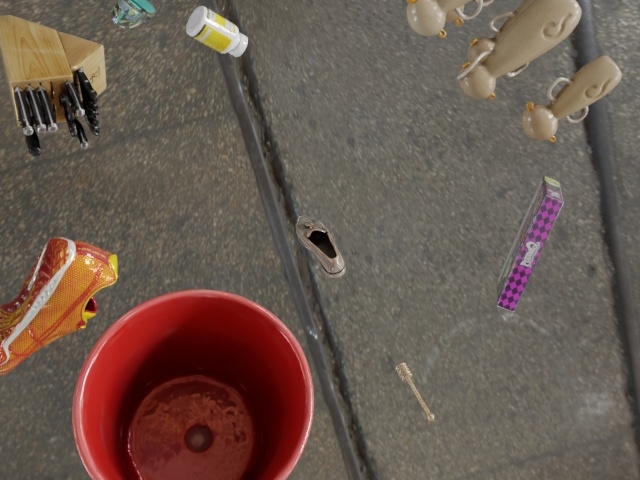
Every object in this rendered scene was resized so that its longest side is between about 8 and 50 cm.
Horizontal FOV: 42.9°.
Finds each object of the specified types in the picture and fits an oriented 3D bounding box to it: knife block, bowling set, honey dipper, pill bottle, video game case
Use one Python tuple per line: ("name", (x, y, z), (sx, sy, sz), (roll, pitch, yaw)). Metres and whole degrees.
("knife block", (-0.465, -0.243, 1.302), (0.275, 0.242, 0.088), (20, 133, 12))
("bowling set", (0.205, -0.257, 0.962), (0.154, 0.200, 0.287), (-38, 124, 14))
("honey dipper", (0.232, 0.372, 1.989), (0.030, 0.161, 0.030), (-20, 146, -14))
("pill bottle", (-0.206, -0.416, 1.637), (0.116, 0.065, 0.065), (24, 107, -36))
("video game case", (0.408, 0.002, 1.591), (0.041, 0.210, 0.232), (22, 108, 8))

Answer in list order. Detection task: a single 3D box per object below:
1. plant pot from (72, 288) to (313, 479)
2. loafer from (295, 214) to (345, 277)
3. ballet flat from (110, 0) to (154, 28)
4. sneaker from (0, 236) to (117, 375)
("plant pot", (-0.156, 0.228, 1.019), (0.274, 0.243, 0.275), (4, 65, -8))
("loafer", (0.000, 0.000, 1.194), (0.045, 0.125, 0.039), (-25, 141, -13))
("ballet flat", (-0.386, -0.461, 1.650), (0.070, 0.188, 0.070), (0, 104, 2))
("sneaker", (-0.228, 0.067, 0.678), (0.067, 0.064, 0.175), (23, 131, -37))
